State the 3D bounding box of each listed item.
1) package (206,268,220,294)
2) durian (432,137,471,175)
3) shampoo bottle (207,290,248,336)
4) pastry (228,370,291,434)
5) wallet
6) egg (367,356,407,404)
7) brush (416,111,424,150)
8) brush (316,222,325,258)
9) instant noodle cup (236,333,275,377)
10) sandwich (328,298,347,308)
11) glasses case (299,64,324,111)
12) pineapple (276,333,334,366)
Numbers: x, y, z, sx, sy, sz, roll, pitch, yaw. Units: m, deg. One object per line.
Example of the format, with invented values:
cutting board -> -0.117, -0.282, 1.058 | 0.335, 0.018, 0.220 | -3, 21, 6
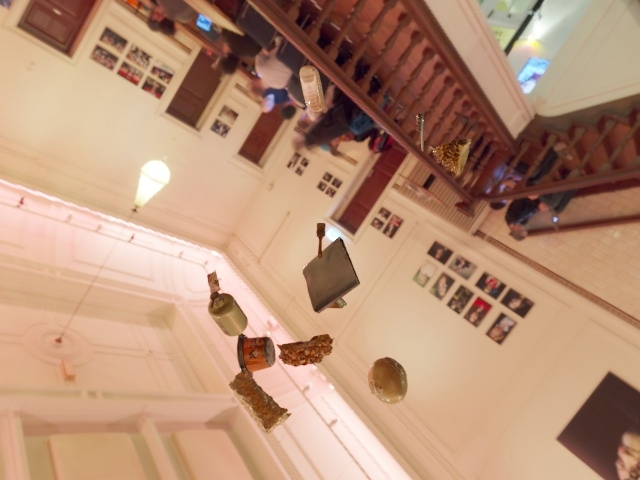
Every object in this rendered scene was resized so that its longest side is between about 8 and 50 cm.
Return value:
package -> -0.383, 0.149, 1.598 | 0.029, 0.059, 0.083 | 7, -121, -49
durian -> 0.500, -0.334, 1.665 | 0.144, 0.139, 0.252 | 41, -160, 19
shampoo bottle -> -0.258, 0.191, 1.208 | 0.079, 0.079, 0.162 | 38, 158, 38
pastry -> -0.243, 0.617, 1.698 | 0.258, 0.089, 0.121 | 37, -145, 17
wallet -> 0.039, 0.151, 2.002 | 0.054, 0.251, 0.290 | 33, -155, -38
egg -> 0.274, 0.567, 1.807 | 0.164, 0.164, 0.201 | 29, -158, -29
brush -> 0.443, -0.482, 1.983 | 0.043, 0.032, 0.193 | -93, -6, -48
brush -> 0.000, 0.000, 2.030 | 0.043, 0.170, 0.014 | 1, 166, 4
instant noodle cup -> -0.260, 0.472, 1.859 | 0.177, 0.125, 0.208 | -82, -21, -65
sandwich -> 0.045, 0.254, 2.291 | 0.144, 0.187, 0.117 | -9, -178, 18
glasses case -> -0.034, -0.641, 1.885 | 0.081, 0.051, 0.204 | 13, 141, 27
pineapple -> -0.050, 0.425, 1.708 | 0.233, 0.079, 0.135 | -15, -163, -10
